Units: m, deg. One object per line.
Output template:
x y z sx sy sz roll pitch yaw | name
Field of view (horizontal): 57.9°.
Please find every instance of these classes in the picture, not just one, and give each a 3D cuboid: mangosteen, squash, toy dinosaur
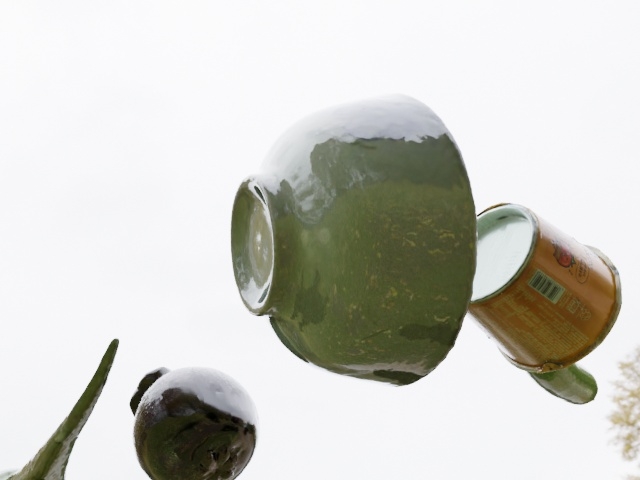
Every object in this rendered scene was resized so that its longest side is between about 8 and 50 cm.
-0.217 0.315 0.994 0.243 0.243 0.243 -10 -41 -9 | mangosteen
0.570 0.319 1.380 0.107 0.107 0.395 -37 -48 21 | squash
-0.256 0.253 0.528 0.447 0.087 0.301 -50 -8 5 | toy dinosaur

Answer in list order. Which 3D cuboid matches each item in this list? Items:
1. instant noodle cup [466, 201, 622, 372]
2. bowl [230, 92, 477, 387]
0.287 0.058 0.833 0.172 0.215 0.216 34 -61 -25 | instant noodle cup
0.000 0.000 0.551 0.146 0.289 0.289 0 -43 -26 | bowl
